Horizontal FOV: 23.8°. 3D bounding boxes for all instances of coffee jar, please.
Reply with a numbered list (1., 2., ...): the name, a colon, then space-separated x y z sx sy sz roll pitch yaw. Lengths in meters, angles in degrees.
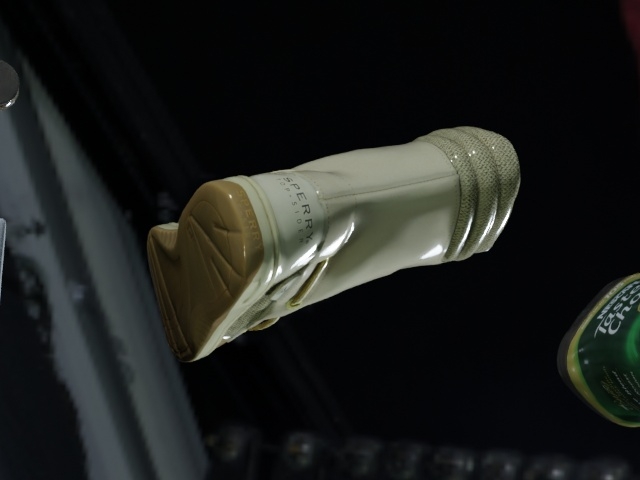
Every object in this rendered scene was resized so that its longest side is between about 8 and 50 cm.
1. coffee jar: 0.210 0.062 0.889 0.079 0.184 0.096 43 -103 -5

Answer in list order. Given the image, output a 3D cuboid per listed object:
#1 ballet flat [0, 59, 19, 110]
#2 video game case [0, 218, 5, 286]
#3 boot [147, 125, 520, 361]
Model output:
1. ballet flat: -0.445 -0.183 1.610 0.250 0.058 0.084 11 -105 -21
2. video game case: -0.286 0.086 1.247 0.023 0.193 0.212 5 -90 -17
3. boot: 0.000 0.000 0.995 0.203 0.262 0.095 -15 -101 -21
